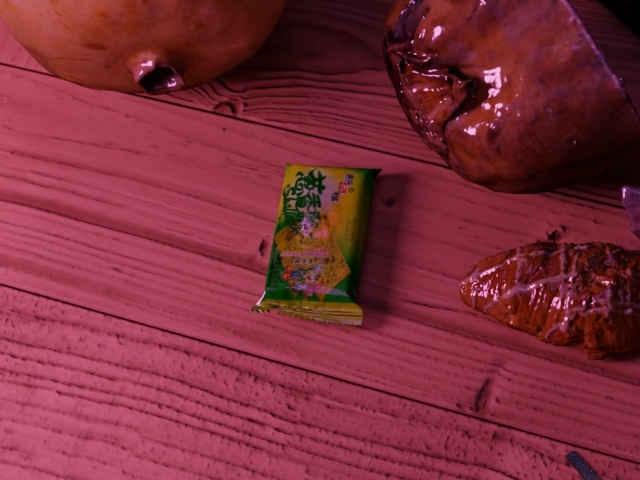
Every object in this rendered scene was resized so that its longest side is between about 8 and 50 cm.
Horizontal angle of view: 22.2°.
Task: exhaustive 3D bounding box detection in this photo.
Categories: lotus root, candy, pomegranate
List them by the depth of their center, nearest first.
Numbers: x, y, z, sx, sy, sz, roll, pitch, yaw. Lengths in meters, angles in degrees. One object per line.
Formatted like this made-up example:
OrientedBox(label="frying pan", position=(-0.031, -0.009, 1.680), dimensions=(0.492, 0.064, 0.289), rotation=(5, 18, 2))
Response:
OrientedBox(label="lotus root", position=(0.169, -0.149, 1.490), dimensions=(0.192, 0.272, 0.272), rotation=(-27, 55, 3))
OrientedBox(label="candy", position=(0.000, -0.001, 1.530), dimensions=(0.102, 0.032, 0.178), rotation=(3, 57, 11))
OrientedBox(label="pomegranate", position=(-0.183, -0.289, 1.591), dimensions=(0.333, 0.332, 0.332), rotation=(-4, 56, 6))

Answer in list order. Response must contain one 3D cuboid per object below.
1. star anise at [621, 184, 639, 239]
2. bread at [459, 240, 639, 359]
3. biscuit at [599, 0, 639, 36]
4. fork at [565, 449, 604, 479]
OrientedBox(label="star anise", position=(0.408, 0.013, 1.387), dimensions=(0.332, 0.117, 0.331), rotation=(9, 50, -10))
OrientedBox(label="bread", position=(0.234, 0.046, 1.435), dimensions=(0.233, 0.076, 0.105), rotation=(5, 55, 15))
OrientedBox(label="biscuit", position=(0.319, -0.286, 1.649), dimensions=(0.106, 0.070, 0.252), rotation=(-32, 58, -11))
OrientedBox(label="fork", position=(0.270, 0.254, 1.319), dimensions=(0.039, 0.021, 0.235), rotation=(-30, 57, -14))
